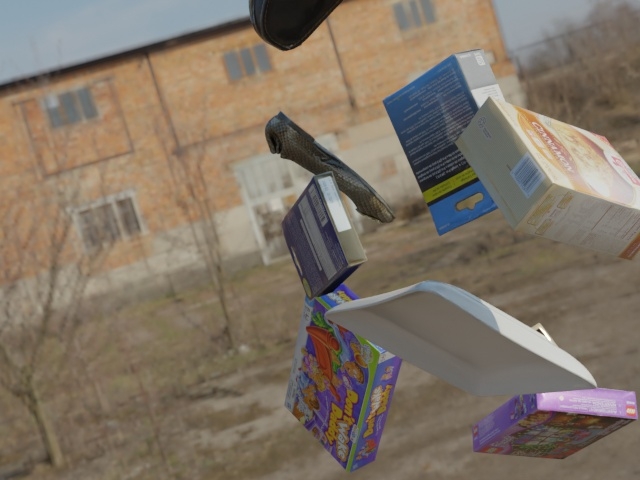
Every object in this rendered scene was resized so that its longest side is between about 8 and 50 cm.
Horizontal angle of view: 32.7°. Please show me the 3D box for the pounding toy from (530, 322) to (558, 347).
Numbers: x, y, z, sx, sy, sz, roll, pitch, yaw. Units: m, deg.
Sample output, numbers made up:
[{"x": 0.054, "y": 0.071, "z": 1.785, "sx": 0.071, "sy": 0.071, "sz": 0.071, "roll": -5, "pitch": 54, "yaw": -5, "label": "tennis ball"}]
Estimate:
[{"x": 0.450, "y": 0.281, "z": 2.349, "sx": 0.130, "sy": 0.141, "sz": 0.100, "roll": -26, "pitch": -20, "yaw": -27, "label": "pounding toy"}]

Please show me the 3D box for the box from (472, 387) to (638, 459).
[{"x": 0.437, "y": 0.347, "z": 2.068, "sx": 0.201, "sy": 0.057, "sz": 0.293, "roll": 8, "pitch": -27, "yaw": -13, "label": "box"}]

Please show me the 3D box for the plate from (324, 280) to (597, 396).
[{"x": 0.180, "y": 0.127, "z": 1.432, "sx": 0.277, "sy": 0.045, "sz": 0.278, "roll": 28, "pitch": -21, "yaw": -19, "label": "plate"}]

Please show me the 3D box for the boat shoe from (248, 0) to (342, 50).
[{"x": 0.021, "y": -0.399, "z": 1.426, "sx": 0.132, "sy": 0.355, "sz": 0.130, "roll": 19, "pitch": 26, "yaw": -30, "label": "boat shoe"}]

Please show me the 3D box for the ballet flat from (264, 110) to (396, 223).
[{"x": 0.013, "y": -0.096, "z": 1.612, "sx": 0.058, "sy": 0.250, "sz": 0.084, "roll": -50, "pitch": 25, "yaw": 4, "label": "ballet flat"}]

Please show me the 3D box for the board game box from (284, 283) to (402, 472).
[{"x": 0.046, "y": 0.282, "z": 2.288, "sx": 0.078, "sy": 0.347, "sz": 0.233, "roll": -19, "pitch": 45, "yaw": -36, "label": "board game box"}]

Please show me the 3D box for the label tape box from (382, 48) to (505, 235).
[{"x": 0.303, "y": -0.210, "z": 2.364, "sx": 0.106, "sy": 0.334, "sz": 0.240, "roll": -18, "pitch": -6, "yaw": -42, "label": "label tape box"}]

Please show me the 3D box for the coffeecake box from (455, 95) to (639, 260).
[{"x": 0.254, "y": -0.063, "z": 1.143, "sx": 0.185, "sy": 0.142, "sz": 0.068, "roll": 12, "pitch": -54, "yaw": -36, "label": "coffeecake box"}]

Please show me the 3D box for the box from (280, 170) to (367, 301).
[{"x": 0.000, "y": 0.000, "z": 1.591, "sx": 0.036, "sy": 0.136, "sz": 0.225, "roll": -18, "pitch": -11, "yaw": -20, "label": "box"}]
